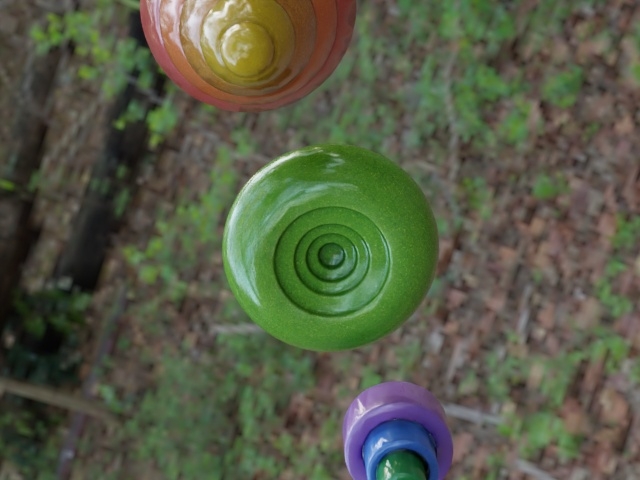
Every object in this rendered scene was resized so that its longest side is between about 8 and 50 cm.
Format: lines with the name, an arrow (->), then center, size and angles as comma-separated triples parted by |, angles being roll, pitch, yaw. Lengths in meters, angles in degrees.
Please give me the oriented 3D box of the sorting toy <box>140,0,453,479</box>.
sorting toy -> 0.000, 0.000, 0.932 | 0.126, 0.127, 0.366 | -95, -13, -72
